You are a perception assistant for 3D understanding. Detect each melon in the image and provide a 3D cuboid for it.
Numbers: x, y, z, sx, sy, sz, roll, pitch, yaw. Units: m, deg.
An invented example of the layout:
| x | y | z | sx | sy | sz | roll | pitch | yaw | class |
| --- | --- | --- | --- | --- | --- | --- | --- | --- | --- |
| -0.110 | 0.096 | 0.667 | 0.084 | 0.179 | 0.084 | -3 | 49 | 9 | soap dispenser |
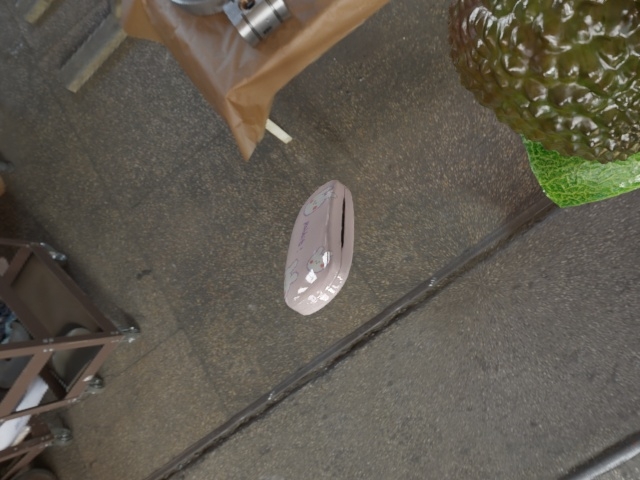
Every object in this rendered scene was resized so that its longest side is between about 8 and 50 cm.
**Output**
| x | y | z | sx | sy | sz | roll | pitch | yaw | class |
| --- | --- | --- | --- | --- | --- | --- | --- | --- | --- |
| 0.437 | -0.175 | 0.622 | 0.323 | 0.124 | 0.196 | -18 | 96 | 48 | melon |

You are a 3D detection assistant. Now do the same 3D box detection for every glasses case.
| x | y | z | sx | sy | sz | roll | pitch | yaw | class |
| --- | --- | --- | --- | --- | --- | --- | --- | --- | --- |
| 0.000 | 0.000 | 0.797 | 0.075 | 0.297 | 0.113 | 37 | 121 | -22 | glasses case |

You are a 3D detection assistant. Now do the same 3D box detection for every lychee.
| x | y | z | sx | sy | sz | roll | pitch | yaw | class |
| --- | --- | --- | --- | --- | --- | --- | --- | --- | --- |
| 0.257 | -0.232 | 0.485 | 0.269 | 0.270 | 0.320 | -8 | 102 | 18 | lychee |
